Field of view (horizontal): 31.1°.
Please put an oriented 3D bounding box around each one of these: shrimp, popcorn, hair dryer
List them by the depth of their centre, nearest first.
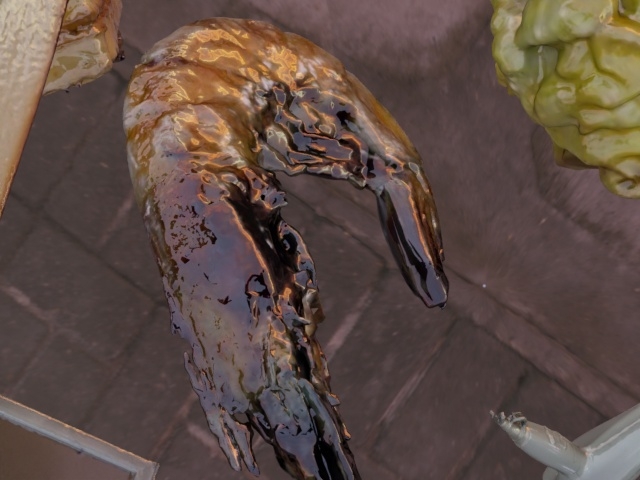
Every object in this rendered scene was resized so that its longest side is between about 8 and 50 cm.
[{"bbox_3d":[0.000,0.000,0.738,0.233,0.071,0.365,-4,59,-32],"label":"shrimp"},{"bbox_3d":[0.265,0.187,1.160,0.206,0.237,0.075,-47,42,26],"label":"hair dryer"},{"bbox_3d":[0.314,-0.206,1.199,0.312,0.312,0.312,0,88,8],"label":"popcorn"}]

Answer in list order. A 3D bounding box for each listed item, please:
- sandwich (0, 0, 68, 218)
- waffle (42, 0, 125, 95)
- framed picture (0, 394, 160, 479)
[{"bbox_3d":[-0.273,-0.092,0.821,0.220,0.108,0.186,-33,53,26],"label":"sandwich"},{"bbox_3d":[-0.345,-0.217,1.228,0.261,0.376,0.114,-24,113,1],"label":"waffle"},{"bbox_3d":[-0.262,0.250,0.868,0.217,0.017,0.274,29,57,-15],"label":"framed picture"}]
